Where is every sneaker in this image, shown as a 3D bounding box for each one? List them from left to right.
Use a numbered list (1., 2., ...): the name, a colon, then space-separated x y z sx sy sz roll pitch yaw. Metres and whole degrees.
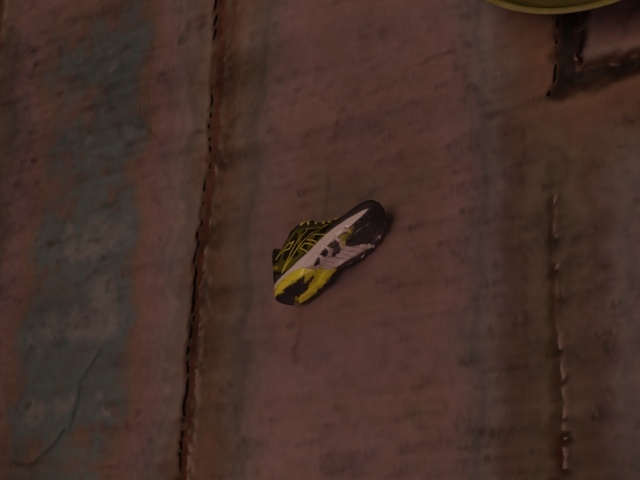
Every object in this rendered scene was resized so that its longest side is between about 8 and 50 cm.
1. sneaker: 0.000 0.000 0.811 0.083 0.031 0.035 -40 53 27

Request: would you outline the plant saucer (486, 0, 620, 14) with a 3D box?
1. plant saucer: 0.148 -0.220 0.738 0.241 0.037 0.241 -16 65 39
